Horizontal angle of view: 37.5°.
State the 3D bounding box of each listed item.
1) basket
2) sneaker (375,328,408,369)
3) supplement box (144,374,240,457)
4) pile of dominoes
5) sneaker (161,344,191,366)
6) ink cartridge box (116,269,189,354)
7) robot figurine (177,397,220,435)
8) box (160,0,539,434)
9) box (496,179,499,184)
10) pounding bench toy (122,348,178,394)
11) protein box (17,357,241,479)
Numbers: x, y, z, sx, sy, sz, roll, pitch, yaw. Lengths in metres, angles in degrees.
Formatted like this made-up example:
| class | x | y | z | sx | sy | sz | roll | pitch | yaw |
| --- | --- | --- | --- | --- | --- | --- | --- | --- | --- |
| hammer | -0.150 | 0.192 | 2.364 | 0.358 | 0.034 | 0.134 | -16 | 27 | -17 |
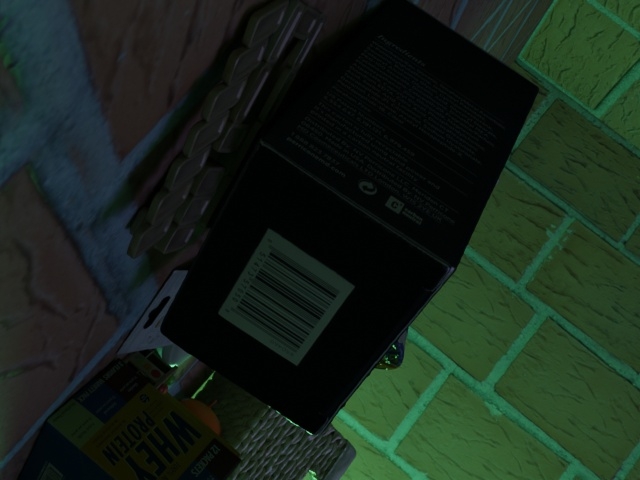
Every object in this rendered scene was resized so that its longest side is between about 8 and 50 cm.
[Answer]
| class | x | y | z | sx | sy | sz | roll | pitch | yaw |
| --- | --- | --- | --- | --- | --- | --- | --- | --- | --- |
| basket | -0.164 | 0.489 | 2.104 | 0.328 | 0.266 | 0.331 | -49 | -154 | -26 |
| sneaker | 0.106 | 0.087 | 1.604 | 0.296 | 0.112 | 0.131 | 94 | 11 | -47 |
| supplement box | -0.257 | 0.346 | 1.434 | 0.129 | 0.191 | 0.194 | -46 | 173 | -42 |
| pile of dominoes | -0.089 | -0.105 | 0.821 | 0.251 | 0.040 | 0.196 | -61 | 172 | 10 |
| sneaker | -0.144 | 0.114 | 1.359 | 0.212 | 0.094 | 0.080 | -52 | 176 | 12 |
| ink cartridge box | -0.178 | 0.074 | 1.210 | 0.145 | 0.045 | 0.179 | -53 | 156 | 20 |
| robot figurine | -0.292 | 0.413 | 1.925 | 0.219 | 0.128 | 0.158 | -48 | 138 | -25 |
| box | 0.042 | -0.041 | 1.048 | 0.293 | 0.212 | 0.395 | -57 | 179 | 41 |
| box | 0.177 | -0.050 | 1.806 | 0.322 | 0.058 | 0.232 | -53 | -147 | 14 |
| pounding bench toy | -0.222 | 0.173 | 1.254 | 0.052 | 0.065 | 0.083 | -56 | 173 | 35 |
| protein box | -0.245 | 0.298 | 1.172 | 0.136 | 0.201 | 0.199 | -45 | 172 | -50 |
